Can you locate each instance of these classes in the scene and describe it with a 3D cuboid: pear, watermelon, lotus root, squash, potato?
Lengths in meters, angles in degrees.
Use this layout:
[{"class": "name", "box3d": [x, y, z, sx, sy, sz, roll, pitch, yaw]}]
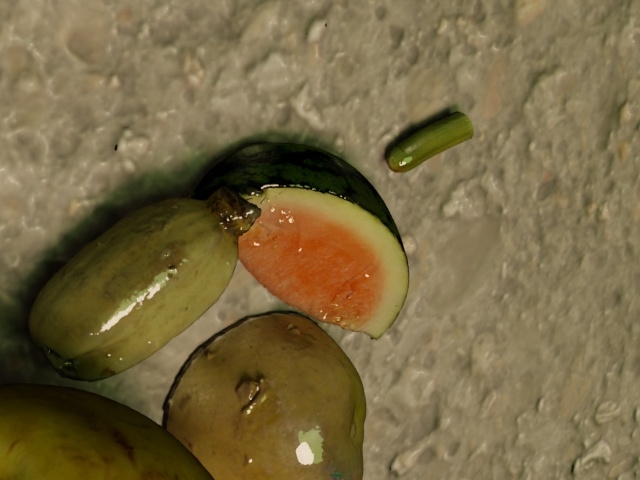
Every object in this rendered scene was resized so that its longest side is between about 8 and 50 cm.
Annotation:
[{"class": "pear", "box3d": [-0.176, 0.222, 0.773, 0.283, 0.283, 0.284, -15, 116, -33]}, {"class": "watermelon", "box3d": [-0.003, -0.002, 0.969, 0.119, 0.063, 0.245, -43, 133, 12]}, {"class": "lotus root", "box3d": [-0.121, 0.025, 0.865, 0.183, 0.077, 0.090, -40, 140, -9]}, {"class": "squash", "box3d": [0.089, -0.081, 1.026, 0.083, 0.027, 0.027, -28, 123, -27]}, {"class": "potato", "box3d": [-0.020, 0.167, 0.984, 0.182, 0.117, 0.202, -23, 120, -33]}]
